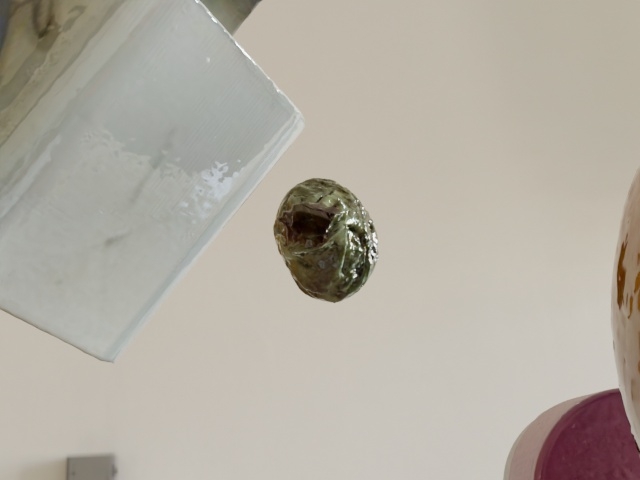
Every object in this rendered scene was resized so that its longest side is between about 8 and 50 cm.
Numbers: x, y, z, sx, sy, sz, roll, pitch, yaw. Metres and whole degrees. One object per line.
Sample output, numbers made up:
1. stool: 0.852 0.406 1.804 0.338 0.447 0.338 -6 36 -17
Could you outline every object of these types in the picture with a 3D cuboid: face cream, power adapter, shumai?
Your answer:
1. face cream: 0.260 0.225 0.815 0.175 0.175 0.195 -3 -15 1
2. power adapter: -0.083 -0.075 0.382 0.130 0.205 0.125 34 -5 41
3. shumai: 0.001 -0.001 0.871 0.099 0.123 0.087 -28 -3 8

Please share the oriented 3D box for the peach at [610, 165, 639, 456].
1. peach: 0.230 0.056 0.294 0.249 0.274 0.245 4 -56 -20
